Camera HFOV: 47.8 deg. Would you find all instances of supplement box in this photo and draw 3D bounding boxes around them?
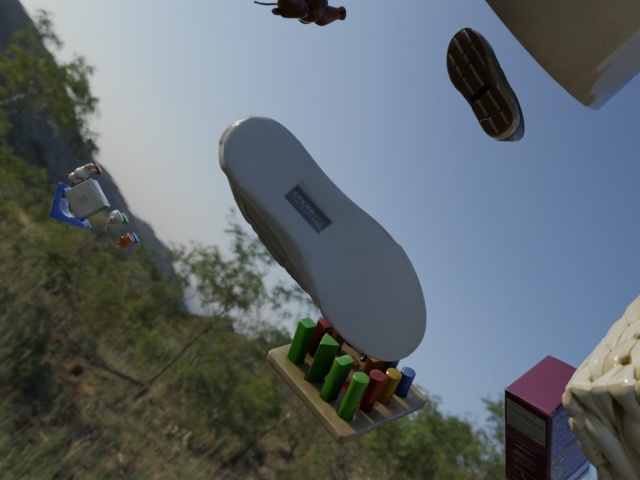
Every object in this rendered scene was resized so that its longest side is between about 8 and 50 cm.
[{"bbox_3d":[0.329,0.277,1.044,0.081,0.104,0.188,27,-45,47],"label":"supplement box"}]

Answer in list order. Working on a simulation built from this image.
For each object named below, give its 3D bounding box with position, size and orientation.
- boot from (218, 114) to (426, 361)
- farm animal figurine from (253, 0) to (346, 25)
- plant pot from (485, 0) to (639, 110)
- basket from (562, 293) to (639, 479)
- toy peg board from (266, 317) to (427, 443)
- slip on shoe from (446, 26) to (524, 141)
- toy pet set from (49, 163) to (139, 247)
[{"bbox_3d":[0.000,0.000,0.685,0.258,0.095,0.123,55,-8,3],"label":"boot"},{"bbox_3d":[-0.062,-0.439,0.893,0.326,0.172,0.330,57,-31,33],"label":"farm animal figurine"},{"bbox_3d":[0.281,-0.298,0.627,0.256,0.274,0.256,33,36,-28],"label":"plant pot"},{"bbox_3d":[0.378,0.138,0.441,0.266,0.331,0.328,-18,-79,49],"label":"basket"},{"bbox_3d":[0.045,0.159,0.946,0.161,0.161,0.079,43,-52,34],"label":"toy peg board"},{"bbox_3d":[0.172,-0.158,0.742,0.041,0.051,0.135,11,49,-47],"label":"slip on shoe"},{"bbox_3d":[-0.303,-0.037,0.941,0.122,0.065,0.114,62,-4,-2],"label":"toy pet set"}]
